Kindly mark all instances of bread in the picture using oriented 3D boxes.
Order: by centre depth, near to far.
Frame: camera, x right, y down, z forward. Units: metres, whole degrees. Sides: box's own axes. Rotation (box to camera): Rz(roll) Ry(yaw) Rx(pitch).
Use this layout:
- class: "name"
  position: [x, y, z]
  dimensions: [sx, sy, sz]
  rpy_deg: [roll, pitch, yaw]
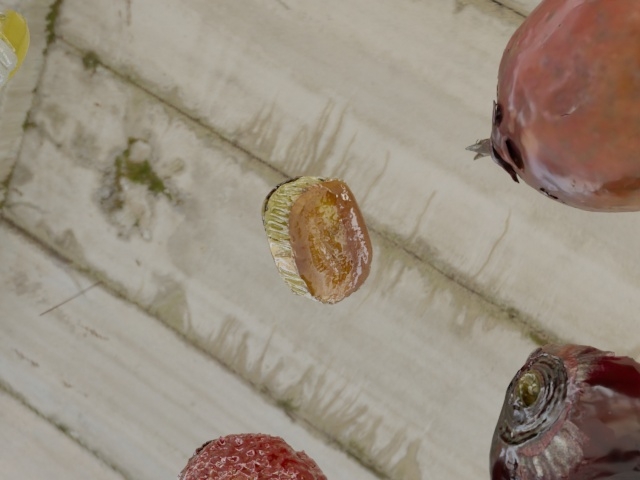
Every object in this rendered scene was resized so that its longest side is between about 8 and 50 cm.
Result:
- class: "bread"
  position: [0.000, 0.000, 1.051]
  dimensions: [0.114, 0.132, 0.191]
  rpy_deg: [14, -49, 54]

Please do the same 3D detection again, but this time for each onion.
- class: "onion"
  position: [0.307, 0.249, 0.780]
  dimensions: [0.216, 0.207, 0.206]
  rpy_deg: [38, -22, -15]

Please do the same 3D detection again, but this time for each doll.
- class: "doll"
  position: [-0.549, -0.264, 1.069]
  dimensions: [0.237, 0.252, 0.111]
  rpy_deg: [-19, -43, 9]

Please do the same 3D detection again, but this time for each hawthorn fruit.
- class: "hawthorn fruit"
  position: [0.300, -0.147, 0.796]
  dimensions: [0.307, 0.276, 0.276]
  rpy_deg: [-28, -86, 34]

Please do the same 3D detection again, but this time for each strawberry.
- class: "strawberry"
  position: [-0.080, 0.399, 1.035]
  dimensions: [0.250, 0.239, 0.288]
  rpy_deg: [33, -33, -24]
